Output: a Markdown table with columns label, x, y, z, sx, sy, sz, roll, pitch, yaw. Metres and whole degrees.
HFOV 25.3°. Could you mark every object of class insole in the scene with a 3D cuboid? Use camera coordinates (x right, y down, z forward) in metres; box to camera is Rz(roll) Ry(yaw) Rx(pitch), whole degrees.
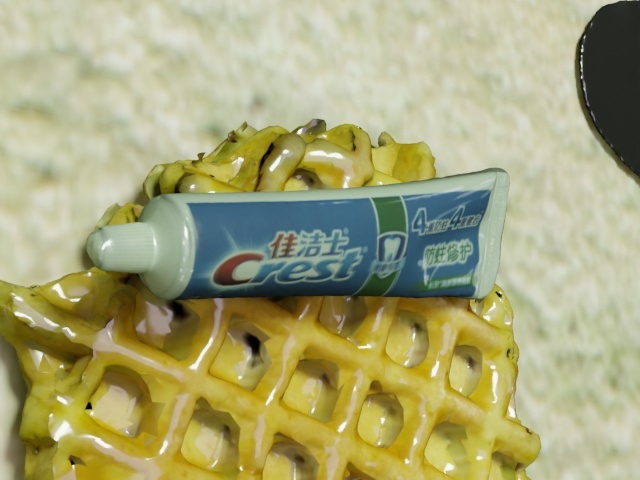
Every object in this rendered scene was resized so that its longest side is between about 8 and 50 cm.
| label | x | y | z | sx | sy | sz | roll | pitch | yaw |
| --- | --- | --- | --- | --- | --- | --- | --- | --- | --- |
| insole | 0.270 | -0.046 | 0.819 | 0.348 | 0.009 | 0.119 | 17 | 77 | -33 |

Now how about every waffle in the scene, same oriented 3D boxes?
| label | x | y | z | sx | sy | sz | roll | pitch | yaw |
| --- | --- | --- | --- | --- | --- | --- | --- | --- | --- |
| waffle | -0.006 | 0.077 | 0.584 | 0.245 | 0.052 | 0.254 | -22 | 98 | -34 |

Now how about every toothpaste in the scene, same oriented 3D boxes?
| label | x | y | z | sx | sy | sz | roll | pitch | yaw |
| --- | --- | --- | --- | --- | --- | --- | --- | --- | --- |
| toothpaste | 0.000 | 0.000 | 0.543 | 0.197 | 0.035 | 0.057 | -2 | 103 | -38 |
